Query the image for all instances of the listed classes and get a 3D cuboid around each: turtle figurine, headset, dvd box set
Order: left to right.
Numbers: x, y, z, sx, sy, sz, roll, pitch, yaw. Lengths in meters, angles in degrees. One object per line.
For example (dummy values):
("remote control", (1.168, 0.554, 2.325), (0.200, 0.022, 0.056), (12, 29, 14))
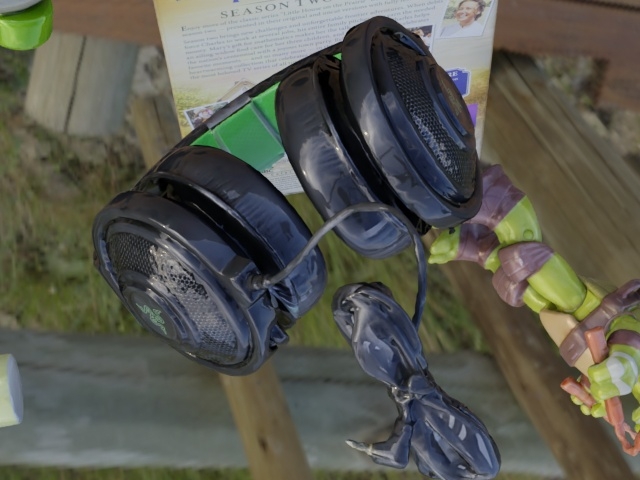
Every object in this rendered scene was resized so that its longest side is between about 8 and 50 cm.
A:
("headset", (0.000, 0.000, 0.882), (0.243, 0.394, 0.185), (-36, 109, 0))
("dvd box set", (0.007, -0.180, 1.395), (0.307, 0.062, 0.420), (-10, 151, -2))
("turtle figurine", (0.166, 0.050, 0.951), (0.087, 0.217, 0.269), (-44, 166, 0))

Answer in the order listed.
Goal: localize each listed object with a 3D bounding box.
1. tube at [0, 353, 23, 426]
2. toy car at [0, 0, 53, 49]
("tube", (-0.374, 0.144, 1.273), (0.240, 0.070, 0.062), (-7, 141, -2))
("toy car", (-0.283, -0.255, 1.140), (0.149, 0.188, 0.155), (-12, 141, -21))
